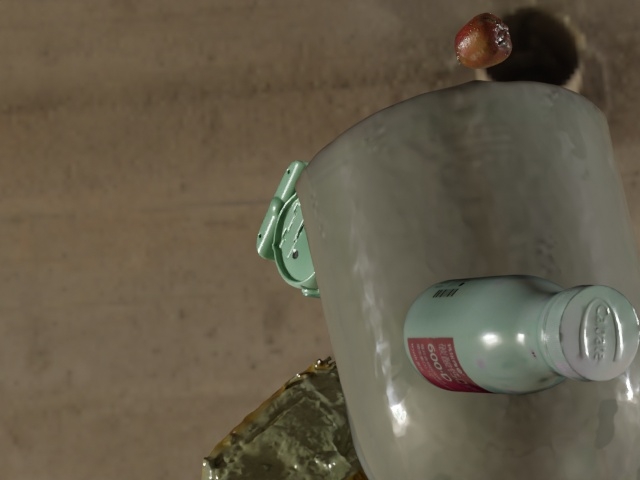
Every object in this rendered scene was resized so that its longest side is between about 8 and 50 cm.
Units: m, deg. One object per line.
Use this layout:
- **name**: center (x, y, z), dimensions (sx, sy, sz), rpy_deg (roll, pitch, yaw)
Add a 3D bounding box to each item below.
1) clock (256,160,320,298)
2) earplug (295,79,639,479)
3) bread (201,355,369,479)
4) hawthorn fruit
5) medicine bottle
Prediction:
- **clock**: center (0.000, 0.000, 2.119), dimensions (0.066, 0.211, 0.159), rpy_deg (7, 117, -35)
- **earplug**: center (0.157, 0.093, 1.470), dimensions (0.313, 0.394, 0.312), rpy_deg (-8, 157, -3)
- **bread**: center (0.001, 0.311, 1.788), dimensions (0.279, 0.225, 0.250), rpy_deg (-34, 137, -26)
- **hawthorn fruit**: center (0.213, -0.261, 2.066), dimensions (0.077, 0.077, 0.077), rpy_deg (-3, 160, -1)
- **medicine bottle**: center (0.147, 0.070, 1.169), dimensions (0.090, 0.090, 0.217), rpy_deg (6, 174, -24)
